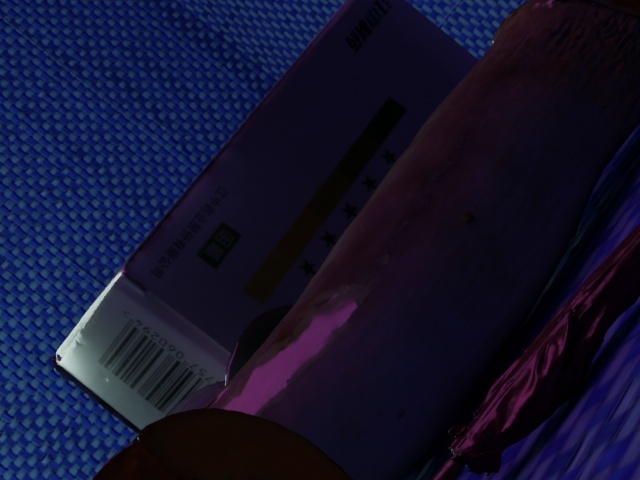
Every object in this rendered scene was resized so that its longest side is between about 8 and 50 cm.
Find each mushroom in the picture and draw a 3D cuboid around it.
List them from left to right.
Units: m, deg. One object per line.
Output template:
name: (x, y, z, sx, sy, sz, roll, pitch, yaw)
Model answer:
mushroom: (0.050, 0.011, 0.769, 0.351, 0.095, 0.123, -48, 26, -24)

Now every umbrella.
umbrella: (0.087, 0.034, 0.581, 0.165, 0.025, 0.027, -49, -17, -5)

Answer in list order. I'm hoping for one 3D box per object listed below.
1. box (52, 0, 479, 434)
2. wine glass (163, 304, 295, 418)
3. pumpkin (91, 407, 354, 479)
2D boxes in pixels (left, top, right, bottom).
box: (0.001, -0.002, 1.093, 0.333, 0.173, 0.145, -53, 4, -38)
wine glass: (-0.038, 0.120, 0.890, 0.103, 0.103, 0.222, -53, 2, -34)
pumpkin: (-0.063, 0.150, 0.552, 0.183, 0.119, 0.107, -46, -1, -42)
